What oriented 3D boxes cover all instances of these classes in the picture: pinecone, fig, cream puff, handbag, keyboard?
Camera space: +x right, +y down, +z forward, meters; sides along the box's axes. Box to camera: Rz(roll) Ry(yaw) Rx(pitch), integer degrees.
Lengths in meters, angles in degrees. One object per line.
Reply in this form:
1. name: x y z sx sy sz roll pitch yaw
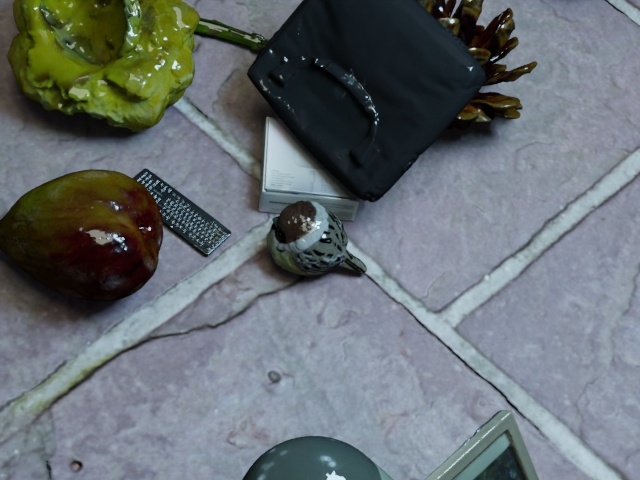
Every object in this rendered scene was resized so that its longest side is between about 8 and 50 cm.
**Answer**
1. pinecone: 0.185 -0.258 2.001 0.229 0.202 0.201 9 87 -1
2. fig: -0.333 -0.014 1.786 0.274 0.145 0.170 6 52 10
3. cream puff: -0.290 -0.280 1.942 0.282 0.185 0.281 6 54 -9
4. handbag: 0.058 -0.216 1.897 0.244 0.088 0.275 -48 70 12
5. keyboard: -0.190 -0.038 1.894 0.155 0.010 0.053 36 58 15

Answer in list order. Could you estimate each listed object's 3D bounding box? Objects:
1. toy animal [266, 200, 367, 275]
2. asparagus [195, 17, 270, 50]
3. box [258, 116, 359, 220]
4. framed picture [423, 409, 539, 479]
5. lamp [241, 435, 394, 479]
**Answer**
1. toy animal: 0.000 0.000 1.849 0.137 0.098 0.098 16 54 1
2. asparagus: -0.135 -0.296 2.075 0.236 0.027 0.034 18 59 2
3. box: -0.014 -0.098 1.943 0.130 0.051 0.129 6 54 -7
4. framed picture: 0.140 0.363 1.567 0.315 0.232 0.024 -37 25 -28
5. lamp: 0.047 0.341 1.595 0.314 0.182 0.182 32 53 -14
